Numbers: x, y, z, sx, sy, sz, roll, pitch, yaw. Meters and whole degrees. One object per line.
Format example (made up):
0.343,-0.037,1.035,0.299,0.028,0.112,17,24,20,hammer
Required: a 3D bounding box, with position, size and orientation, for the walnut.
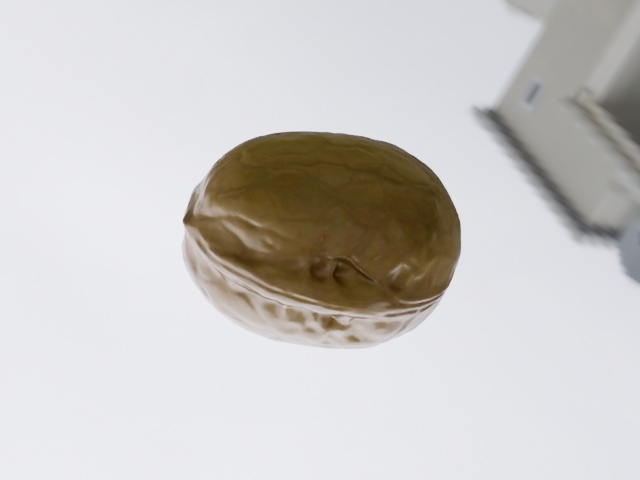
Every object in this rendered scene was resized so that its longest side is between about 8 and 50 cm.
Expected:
0.000,0.000,1.316,0.207,0.159,0.159,9,-148,-18,walnut
